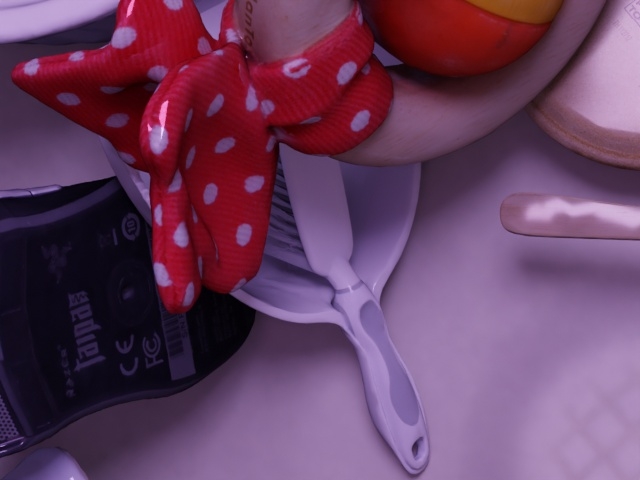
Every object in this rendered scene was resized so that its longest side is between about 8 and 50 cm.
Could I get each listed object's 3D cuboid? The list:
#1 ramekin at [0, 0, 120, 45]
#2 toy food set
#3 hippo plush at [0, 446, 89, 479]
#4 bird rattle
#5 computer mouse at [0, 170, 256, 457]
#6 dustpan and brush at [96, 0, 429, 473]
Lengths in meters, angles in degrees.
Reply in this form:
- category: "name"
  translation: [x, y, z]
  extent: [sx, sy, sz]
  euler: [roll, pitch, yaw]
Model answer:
- category: "ramekin"
  translation: [-0.115, -0.210, 0.766]
  extent: [0.277, 0.135, 0.277]
  euler: [0, 89, 13]
- category: "toy food set"
  translation: [0.136, -0.086, 0.746]
  extent: [0.132, 0.038, 0.192]
  euler: [6, 83, 10]
- category: "hippo plush"
  translation: [-0.209, 0.118, 0.742]
  extent: [0.236, 0.294, 0.234]
  euler: [3, 57, -5]
- category: "bird rattle"
  translation: [0.029, -0.090, 0.646]
  extent: [0.143, 0.207, 0.254]
  euler: [35, 113, 44]
- category: "computer mouse"
  translation: [-0.127, -0.005, 0.704]
  extent: [0.060, 0.262, 0.184]
  euler: [-3, 107, 36]
- category: "dustpan and brush"
  translation: [0.000, 0.000, 0.758]
  extent: [0.060, 0.147, 0.211]
  euler: [13, 127, 46]
